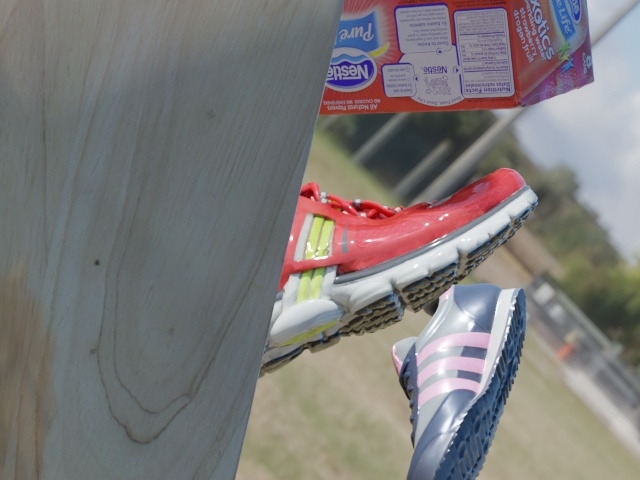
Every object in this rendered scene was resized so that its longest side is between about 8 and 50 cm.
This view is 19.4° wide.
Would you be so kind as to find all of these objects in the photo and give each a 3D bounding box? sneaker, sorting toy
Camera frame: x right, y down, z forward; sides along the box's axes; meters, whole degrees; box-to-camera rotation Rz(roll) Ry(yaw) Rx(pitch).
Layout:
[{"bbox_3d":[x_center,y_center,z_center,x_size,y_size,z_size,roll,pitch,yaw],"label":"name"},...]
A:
[{"bbox_3d":[0.000,0.000,1.144,0.107,0.279,0.118,114,-46,-73],"label":"sneaker"},{"bbox_3d":[0.128,0.170,2.047,0.131,0.319,0.112,8,-48,20],"label":"sneaker"},{"bbox_3d":[-0.148,-0.004,0.683,0.256,0.257,0.089,11,5,-18],"label":"sorting toy"}]

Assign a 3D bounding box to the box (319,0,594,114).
[{"bbox_3d":[0.065,-0.167,1.422,0.123,0.257,0.128,-21,107,-52],"label":"box"}]
